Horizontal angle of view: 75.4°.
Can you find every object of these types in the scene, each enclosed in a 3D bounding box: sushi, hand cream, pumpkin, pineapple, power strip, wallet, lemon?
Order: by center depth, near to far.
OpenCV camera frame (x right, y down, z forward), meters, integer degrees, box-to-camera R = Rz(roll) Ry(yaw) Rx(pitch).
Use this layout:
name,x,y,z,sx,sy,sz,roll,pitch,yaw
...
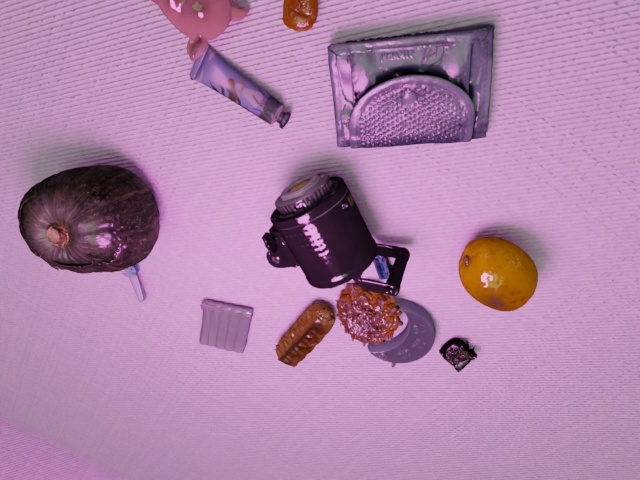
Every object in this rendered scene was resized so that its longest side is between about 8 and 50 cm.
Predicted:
name,x,y,z,sx,sy,sz,roll,pitch,yaw
wallet,0.191,-0.317,0.899,0.341,0.075,0.237,-1,124,12
hand cream,-0.186,-0.350,0.973,0.256,0.055,0.088,35,117,-2
lemon,0.442,0.083,1.034,0.207,0.170,0.170,31,122,-15
pumpkin,-0.614,-0.050,1.111,0.327,0.257,0.292,-13,105,13
pineapple,0.131,0.221,1.204,0.224,0.076,0.225,10,113,25
sushi,0.420,0.337,1.258,0.083,0.056,0.085,39,122,-4
power strip,0.255,0.302,1.269,0.167,0.054,0.254,24,122,-2

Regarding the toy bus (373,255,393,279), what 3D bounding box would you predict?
name,x,y,z,sx,sy,sz,roll,pitch,yaw
toy bus,0.173,0.067,1.153,0.045,0.038,0.083,-12,117,22

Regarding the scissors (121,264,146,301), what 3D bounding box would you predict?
name,x,y,z,sx,sy,sz,roll,pitch,yaw
scissors,-0.613,0.087,1.333,0.125,0.030,0.256,-4,117,13

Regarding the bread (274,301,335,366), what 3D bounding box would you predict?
name,x,y,z,sx,sy,sz,roll,pitch,yaw
bread,-0.048,0.294,1.309,0.087,0.098,0.269,5,134,-42

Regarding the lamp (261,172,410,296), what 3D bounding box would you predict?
name,x,y,z,sx,sy,sz,roll,pitch,yaw
lamp,0.016,-0.029,1.025,0.373,0.205,0.272,4,126,22

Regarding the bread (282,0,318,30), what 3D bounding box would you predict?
name,x,y,z,sx,sy,sz,roll,pitch,yaw
bread,-0.042,-0.479,0.862,0.081,0.046,0.083,43,121,-12

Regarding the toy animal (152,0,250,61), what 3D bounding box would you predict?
name,x,y,z,sx,sy,sz,roll,pitch,yaw
toy animal,-0.286,-0.513,0.829,0.166,0.154,0.250,-42,100,6

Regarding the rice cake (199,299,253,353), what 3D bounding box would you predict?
name,x,y,z,sx,sy,sz,roll,pitch,yaw
rice cake,-0.320,0.288,1.390,0.189,0.037,0.198,11,122,5
